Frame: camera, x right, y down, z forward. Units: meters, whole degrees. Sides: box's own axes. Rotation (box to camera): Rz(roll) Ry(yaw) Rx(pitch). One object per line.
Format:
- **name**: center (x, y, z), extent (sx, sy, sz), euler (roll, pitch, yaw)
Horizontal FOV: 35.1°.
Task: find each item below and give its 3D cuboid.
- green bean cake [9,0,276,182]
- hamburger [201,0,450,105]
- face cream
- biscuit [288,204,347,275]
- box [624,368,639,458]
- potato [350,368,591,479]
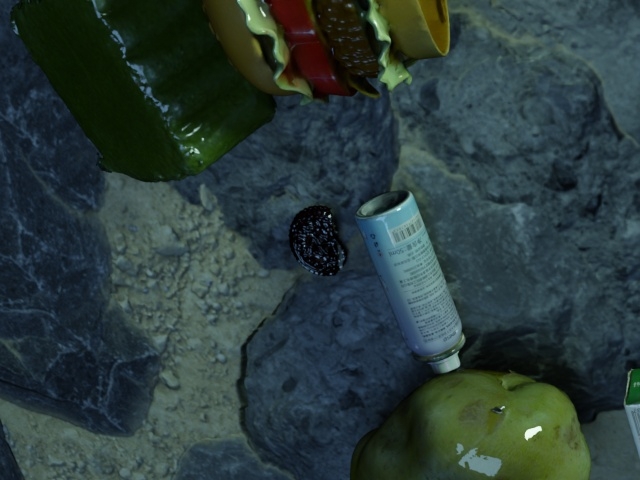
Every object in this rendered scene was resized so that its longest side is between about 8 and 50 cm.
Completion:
- **green bean cake**: center (-0.191, -0.198, 1.099), extent (0.250, 0.156, 0.247), euler (56, 154, -19)
- **hamburger**: center (-0.008, -0.257, 0.950), extent (0.212, 0.274, 0.275), euler (-13, 112, 16)
- **face cream**: center (0.113, 0.057, 1.202), extent (0.075, 0.075, 0.229), euler (-12, 111, 28)
- **biscuit**: center (0.000, 0.000, 1.247), extent (0.087, 0.027, 0.089), euler (38, 124, 0)
- **box**: center (0.457, 0.209, 1.140), extent (0.199, 0.081, 0.135), euler (-9, 114, 29)
- **potato**: center (0.165, 0.276, 1.232), extent (0.218, 0.203, 0.351), euler (26, 136, -22)
